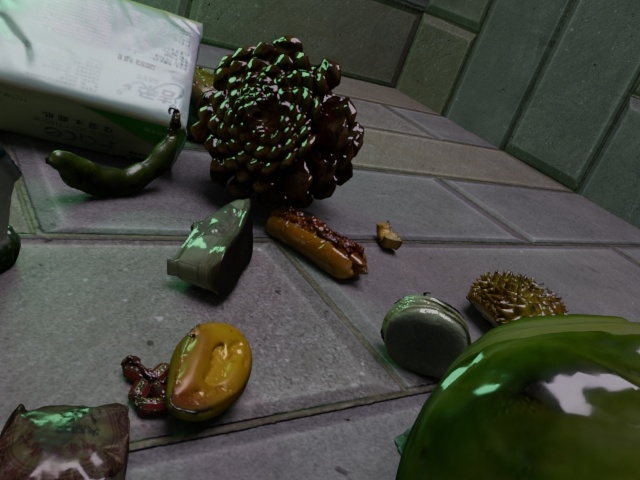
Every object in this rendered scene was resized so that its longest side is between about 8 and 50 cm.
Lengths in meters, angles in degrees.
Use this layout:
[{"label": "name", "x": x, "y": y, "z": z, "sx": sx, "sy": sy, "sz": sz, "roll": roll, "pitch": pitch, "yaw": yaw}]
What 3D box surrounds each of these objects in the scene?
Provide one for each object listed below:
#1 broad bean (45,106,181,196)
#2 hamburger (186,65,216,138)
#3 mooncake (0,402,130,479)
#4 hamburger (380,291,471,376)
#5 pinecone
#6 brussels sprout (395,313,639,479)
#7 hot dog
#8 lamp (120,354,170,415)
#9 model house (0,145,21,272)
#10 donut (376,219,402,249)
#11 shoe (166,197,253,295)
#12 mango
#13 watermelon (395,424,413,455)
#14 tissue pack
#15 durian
[{"label": "broad bean", "x": -0.374, "y": -0.149, "z": 1.111, "sx": 0.049, "sy": 0.144, "sz": 0.292, "roll": 27, "pitch": 40, "yaw": 28}, {"label": "hamburger", "x": -0.329, "y": -0.365, "z": 1.560, "sx": 0.287, "sy": 0.168, "sz": 0.192, "roll": 28, "pitch": 23, "yaw": 15}, {"label": "mooncake", "x": -0.245, "y": 0.205, "z": 0.553, "sx": 0.125, "sy": 0.073, "sz": 0.130, "roll": 10, "pitch": 24, "yaw": -18}, {"label": "hamburger", "x": 0.165, "y": 0.148, "z": 0.922, "sx": 0.139, "sy": 0.133, "sz": 0.062, "roll": 14, "pitch": 32, "yaw": 7}, {"label": "pinecone", "x": -0.067, "y": -0.232, "z": 1.300, "sx": 0.384, "sy": 0.385, "sz": 0.384, "roll": 17, "pitch": 24, "yaw": -8}, {"label": "brussels sprout", "x": 0.239, "y": 0.218, "z": 0.549, "sx": 0.315, "sy": 0.371, "sz": 0.276, "roll": 51, "pitch": 6, "yaw": 27}, {"label": "hot dog", "x": 0.000, "y": 0.000, "z": 1.167, "sx": 0.249, "sy": 0.076, "sz": 0.102, "roll": 32, "pitch": 23, "yaw": 27}, {"label": "lamp", "x": -0.205, "y": 0.174, "z": 0.701, "sx": 0.063, "sy": 0.031, "sz": 0.083, "roll": 8, "pitch": 31, "yaw": -24}, {"label": "model house", "x": -0.485, "y": -0.073, "z": 0.693, "sx": 0.190, "sy": 0.301, "sz": 0.271, "roll": 29, "pitch": 24, "yaw": 3}, {"label": "donut", "x": 0.151, "y": -0.015, "z": 1.335, "sx": 0.037, "sy": 0.067, "sz": 0.083, "roll": -5, "pitch": 65, "yaw": -13}, {"label": "shoe", "x": -0.174, "y": 0.000, "z": 1.010, "sx": 0.098, "sy": 0.103, "sz": 0.275, "roll": 8, "pitch": 22, "yaw": 5}, {"label": "mango", "x": -0.138, "y": 0.162, "z": 0.724, "sx": 0.101, "sy": 0.066, "sz": 0.187, "roll": 40, "pitch": 21, "yaw": -6}, {"label": "watermelon", "x": 0.197, "y": 0.281, "z": 0.750, "sx": 0.187, "sy": 0.071, "sz": 0.139, "roll": 36, "pitch": 24, "yaw": 32}, {"label": "tissue pack", "x": -0.484, "y": -0.363, "z": 1.273, "sx": 0.404, "sy": 0.205, "sz": 0.332, "roll": 12, "pitch": 62, "yaw": -21}, {"label": "durian", "x": 0.393, "y": 0.134, "z": 1.138, "sx": 0.183, "sy": 0.138, "sz": 0.250, "roll": 0, "pitch": 24, "yaw": -22}]
